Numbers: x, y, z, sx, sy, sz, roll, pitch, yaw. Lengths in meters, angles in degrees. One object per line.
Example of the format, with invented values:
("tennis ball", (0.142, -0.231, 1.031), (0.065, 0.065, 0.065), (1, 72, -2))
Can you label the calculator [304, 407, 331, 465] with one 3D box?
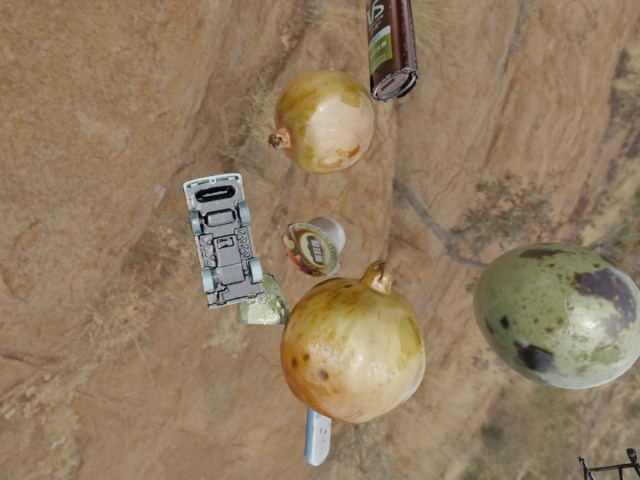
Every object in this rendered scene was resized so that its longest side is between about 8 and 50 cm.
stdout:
("calculator", (-0.005, 0.514, 1.514), (0.121, 0.039, 0.210), (15, 78, -68))

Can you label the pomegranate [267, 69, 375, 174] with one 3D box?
("pomegranate", (-0.004, -0.277, 1.317), (0.271, 0.229, 0.251), (-16, 119, -24))

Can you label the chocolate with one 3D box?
("chocolate", (-0.004, 0.001, 1.694), (0.147, 0.221, 0.221), (-49, 152, -49))

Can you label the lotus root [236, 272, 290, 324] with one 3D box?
("lotus root", (-0.159, 0.161, 1.460), (0.070, 0.143, 0.144), (48, 35, -88))

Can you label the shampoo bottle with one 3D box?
("shampoo bottle", (0.153, -0.470, 1.201), (0.084, 0.129, 0.322), (11, 67, -28))

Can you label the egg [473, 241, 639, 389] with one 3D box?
("egg", (0.559, 0.173, 1.330), (0.345, 0.428, 0.344), (-6, 102, -29))

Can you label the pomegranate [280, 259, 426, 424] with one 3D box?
("pomegranate", (0.090, 0.240, 1.368), (0.410, 0.410, 0.410), (-29, 137, -30))

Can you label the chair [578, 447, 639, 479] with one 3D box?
("chair", (0.553, 0.505, 0.980), (0.229, 0.113, 0.106), (60, 33, -11))

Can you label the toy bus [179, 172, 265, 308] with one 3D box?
("toy bus", (-0.219, -0.005, 1.218), (0.139, 0.167, 0.275), (-12, 97, -13))
